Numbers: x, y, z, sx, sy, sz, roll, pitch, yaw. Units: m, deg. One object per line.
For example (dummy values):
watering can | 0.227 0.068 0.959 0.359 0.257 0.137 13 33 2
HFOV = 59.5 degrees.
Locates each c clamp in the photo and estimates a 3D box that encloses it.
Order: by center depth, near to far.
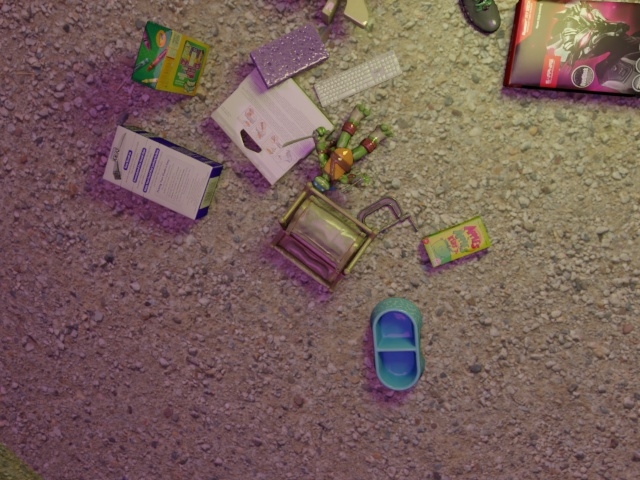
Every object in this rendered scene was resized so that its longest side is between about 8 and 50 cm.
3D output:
c clamp | 0.199 -0.061 1.718 0.160 0.022 0.137 -23 95 14

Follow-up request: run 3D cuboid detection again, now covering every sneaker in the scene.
sneaker | 0.418 -0.670 1.526 0.083 0.098 0.224 -33 92 15

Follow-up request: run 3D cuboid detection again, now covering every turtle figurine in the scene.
turtle figurine | 0.078 -0.254 1.594 0.197 0.275 0.266 36 84 25

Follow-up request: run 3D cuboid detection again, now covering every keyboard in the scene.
keyboard | 0.110 -0.479 1.665 0.255 0.014 0.072 -20 96 14

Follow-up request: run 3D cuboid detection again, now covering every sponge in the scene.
sponge | -0.090 -0.542 1.640 0.210 0.031 0.117 -29 88 -9

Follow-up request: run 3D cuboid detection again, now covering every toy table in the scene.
toy table | 0.051 -0.715 1.535 0.274 0.252 0.161 32 88 13

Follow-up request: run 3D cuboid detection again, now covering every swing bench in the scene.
swing bench | 0.000 0.000 1.677 0.253 0.255 0.165 37 69 2

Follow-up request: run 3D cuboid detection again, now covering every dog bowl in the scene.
dog bowl | 0.239 0.331 1.755 0.165 0.074 0.298 -3 99 12

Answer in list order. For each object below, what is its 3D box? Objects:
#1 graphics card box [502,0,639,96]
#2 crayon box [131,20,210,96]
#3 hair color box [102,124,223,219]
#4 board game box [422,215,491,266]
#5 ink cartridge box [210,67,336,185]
graphics card box | 0.701 -0.515 1.501 0.370 0.094 0.233 8 101 9
crayon box | -0.428 -0.519 1.628 0.081 0.278 0.165 23 103 5
hair color box | -0.502 -0.219 1.787 0.338 0.110 0.185 24 105 4
board game box | 0.406 0.004 1.678 0.181 0.043 0.092 -22 95 14
ink cartridge box | -0.144 -0.363 1.709 0.261 0.066 0.296 -41 90 14
